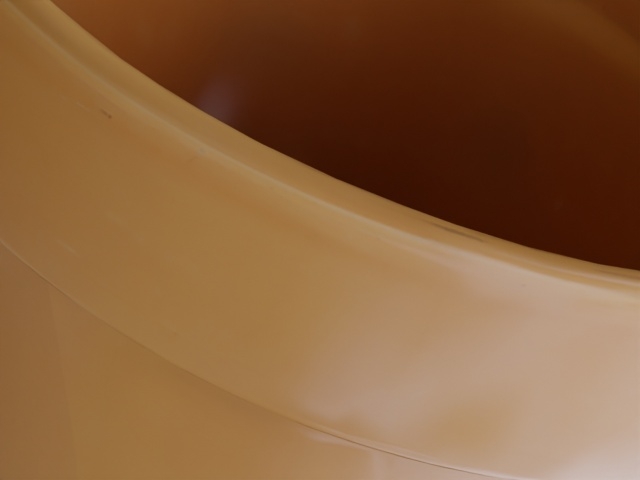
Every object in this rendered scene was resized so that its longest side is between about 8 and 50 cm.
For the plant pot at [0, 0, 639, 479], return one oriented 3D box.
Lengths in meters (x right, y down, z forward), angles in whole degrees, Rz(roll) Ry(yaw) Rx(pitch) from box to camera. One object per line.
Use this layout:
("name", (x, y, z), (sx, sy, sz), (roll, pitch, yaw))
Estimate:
("plant pot", (0.000, 0.000, 0.510), (0.203, 0.291, 0.291), (-65, 173, 32))
